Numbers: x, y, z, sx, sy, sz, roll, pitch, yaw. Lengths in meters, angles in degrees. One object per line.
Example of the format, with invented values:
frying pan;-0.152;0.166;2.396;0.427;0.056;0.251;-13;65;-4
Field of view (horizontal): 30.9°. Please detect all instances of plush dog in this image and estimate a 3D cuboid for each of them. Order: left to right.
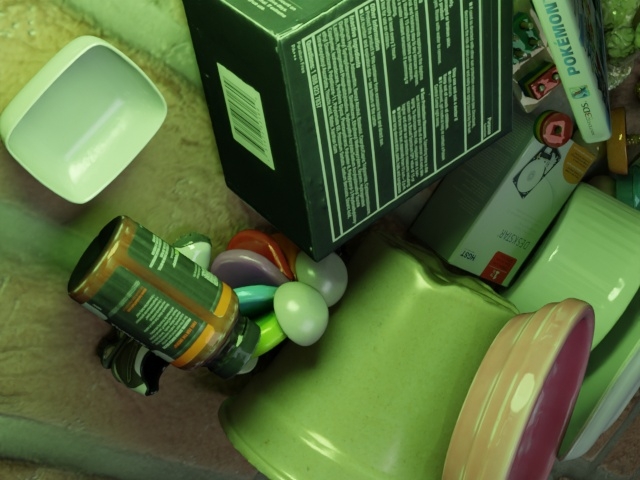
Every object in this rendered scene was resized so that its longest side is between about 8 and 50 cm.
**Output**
plush dog;0.440;-0.302;1.498;0.262;0.225;0.210;-56;144;9

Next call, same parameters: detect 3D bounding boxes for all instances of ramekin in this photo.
ramekin;0.369;0.047;1.726;0.277;0.135;0.277;-57;-179;2

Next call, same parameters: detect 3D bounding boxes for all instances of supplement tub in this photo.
supplement tub;-0.160;0.068;1.224;0.198;0.106;0.106;37;94;-18

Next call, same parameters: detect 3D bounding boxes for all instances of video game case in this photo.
video game case;0.258;-0.321;1.246;0.036;0.329;0.300;-10;144;21

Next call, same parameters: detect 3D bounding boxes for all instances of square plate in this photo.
square plate;0.424;0.134;1.642;0.344;0.049;0.347;-58;-179;7

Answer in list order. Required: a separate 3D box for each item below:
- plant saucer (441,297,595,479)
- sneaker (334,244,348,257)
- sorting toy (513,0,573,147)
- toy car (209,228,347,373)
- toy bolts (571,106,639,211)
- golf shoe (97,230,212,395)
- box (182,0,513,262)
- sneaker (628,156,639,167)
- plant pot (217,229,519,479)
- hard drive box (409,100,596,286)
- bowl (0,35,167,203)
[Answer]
plant saucer;0.231;0.218;1.382;0.332;0.084;0.332;-49;151;-40
sneaker;0.000;0.000;1.437;0.098;0.069;0.038;13;112;-51
sorting toy;0.278;-0.252;1.429;0.132;0.046;0.274;-38;116;-8
toy car;-0.069;0.058;1.357;0.136;0.159;0.182;53;34;-17
toy bolts;0.484;-0.143;1.815;0.218;0.158;0.228;-73;153;-44
golf shoe;-0.167;0.087;1.319;0.077;0.094;0.198;18;107;-51
box;0.039;-0.191;1.207;0.294;0.182;0.296;-32;140;-22
sneaker;0.542;-0.040;1.939;0.321;0.126;0.127;-42;142;2
plant pot;0.085;0.166;1.478;0.334;0.334;0.305;19;102;-53
hard drive box;0.259;-0.067;1.638;0.181;0.089;0.232;19;108;-52
bowl;-0.229;-0.119;1.099;0.142;0.053;0.142;-47;144;-3
